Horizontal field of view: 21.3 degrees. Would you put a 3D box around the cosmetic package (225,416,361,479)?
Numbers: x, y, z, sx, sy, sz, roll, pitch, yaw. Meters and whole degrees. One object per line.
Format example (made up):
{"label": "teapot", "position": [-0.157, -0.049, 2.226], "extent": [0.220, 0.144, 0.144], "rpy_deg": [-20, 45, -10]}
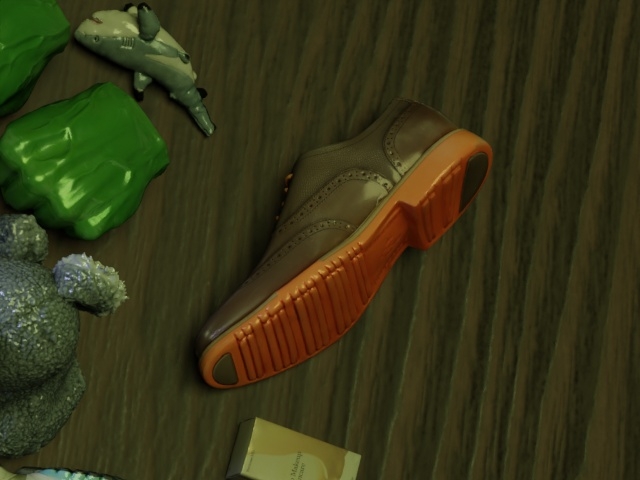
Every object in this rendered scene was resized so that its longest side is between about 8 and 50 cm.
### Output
{"label": "cosmetic package", "position": [-0.025, 0.213, 1.600], "extent": [0.115, 0.041, 0.060], "rpy_deg": [21, 69, -19]}

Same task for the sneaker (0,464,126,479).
{"label": "sneaker", "position": [-0.290, 0.244, 1.430], "extent": [0.283, 0.110, 0.122], "rpy_deg": [10, 77, -22]}

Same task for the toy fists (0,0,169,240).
{"label": "toy fists", "position": [-0.270, -0.122, 1.542], "extent": [0.279, 0.096, 0.142], "rpy_deg": [53, 48, -4]}

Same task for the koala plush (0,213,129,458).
{"label": "koala plush", "position": [-0.261, 0.078, 1.421], "extent": [0.196, 0.221, 0.203], "rpy_deg": [-30, 91, -29]}

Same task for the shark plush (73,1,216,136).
{"label": "shark plush", "position": [-0.163, -0.165, 1.645], "extent": [0.067, 0.073, 0.161], "rpy_deg": [-46, 120, -8]}

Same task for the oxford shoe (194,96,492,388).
{"label": "oxford shoe", "position": [0.000, 0.000, 1.646], "extent": [0.363, 0.130, 0.132], "rpy_deg": [-40, 63, -21]}
